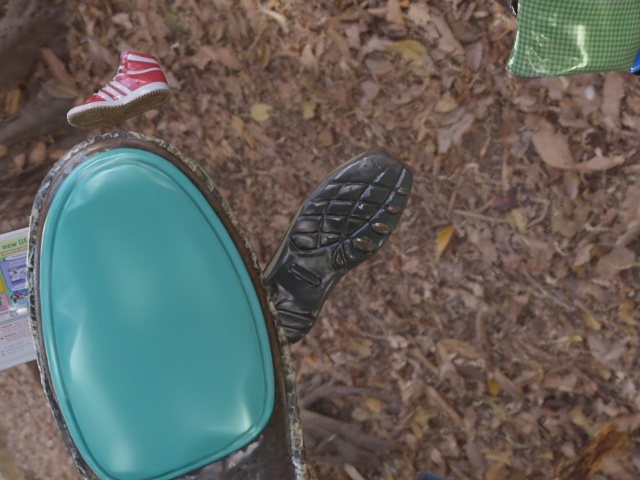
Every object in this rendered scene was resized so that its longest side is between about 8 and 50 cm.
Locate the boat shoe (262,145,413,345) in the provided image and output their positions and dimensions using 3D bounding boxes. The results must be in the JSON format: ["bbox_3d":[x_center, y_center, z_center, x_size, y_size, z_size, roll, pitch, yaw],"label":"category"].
[{"bbox_3d":[0.000,0.000,1.079,0.123,0.324,0.120,37,-165,-12],"label":"boat shoe"}]

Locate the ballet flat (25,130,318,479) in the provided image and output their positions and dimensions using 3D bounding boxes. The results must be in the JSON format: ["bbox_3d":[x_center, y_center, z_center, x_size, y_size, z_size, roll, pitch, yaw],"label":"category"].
[{"bbox_3d":[-0.079,0.160,0.563,0.182,0.164,0.482,-153,42,-80],"label":"ballet flat"}]

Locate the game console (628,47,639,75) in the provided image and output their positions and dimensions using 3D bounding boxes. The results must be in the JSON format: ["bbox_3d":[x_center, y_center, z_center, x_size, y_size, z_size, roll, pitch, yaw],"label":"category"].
[{"bbox_3d":[0.753,-0.437,1.426,0.174,0.250,0.293,22,160,-13],"label":"game console"}]

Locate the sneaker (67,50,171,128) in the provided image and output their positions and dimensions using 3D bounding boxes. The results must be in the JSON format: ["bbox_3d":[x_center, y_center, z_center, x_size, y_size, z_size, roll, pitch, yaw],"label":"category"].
[{"bbox_3d":[-0.232,-0.172,0.864,0.042,0.119,0.067,76,176,-68],"label":"sneaker"}]

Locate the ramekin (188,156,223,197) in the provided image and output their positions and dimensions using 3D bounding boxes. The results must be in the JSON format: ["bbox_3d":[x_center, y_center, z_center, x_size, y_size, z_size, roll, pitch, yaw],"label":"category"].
[{"bbox_3d":[-0.218,0.048,1.030,0.148,0.303,0.303,-13,115,13],"label":"ramekin"}]

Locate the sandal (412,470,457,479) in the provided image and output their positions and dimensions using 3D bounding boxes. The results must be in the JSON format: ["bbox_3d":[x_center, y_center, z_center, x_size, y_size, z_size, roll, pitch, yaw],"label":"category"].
[{"bbox_3d":[0.107,0.218,0.569,0.097,0.054,0.254,29,165,11],"label":"sandal"}]

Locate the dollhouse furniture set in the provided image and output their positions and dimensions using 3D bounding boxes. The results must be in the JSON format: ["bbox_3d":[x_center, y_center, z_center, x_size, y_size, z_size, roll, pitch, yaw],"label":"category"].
[{"bbox_3d":[0.367,-0.258,0.789,0.151,0.302,0.197,-113,16,-58],"label":"dollhouse furniture set"}]

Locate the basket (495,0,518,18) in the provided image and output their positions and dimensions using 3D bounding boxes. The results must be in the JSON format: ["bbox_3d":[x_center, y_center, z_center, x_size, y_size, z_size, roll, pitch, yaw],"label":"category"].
[{"bbox_3d":[0.448,-0.579,1.700,0.204,0.226,0.154,29,117,-25],"label":"basket"}]

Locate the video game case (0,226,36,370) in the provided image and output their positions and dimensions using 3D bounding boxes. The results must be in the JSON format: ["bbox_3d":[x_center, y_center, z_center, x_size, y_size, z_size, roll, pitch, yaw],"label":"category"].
[{"bbox_3d":[-0.466,0.089,1.135,0.023,0.213,0.193,177,76,-70],"label":"video game case"}]
